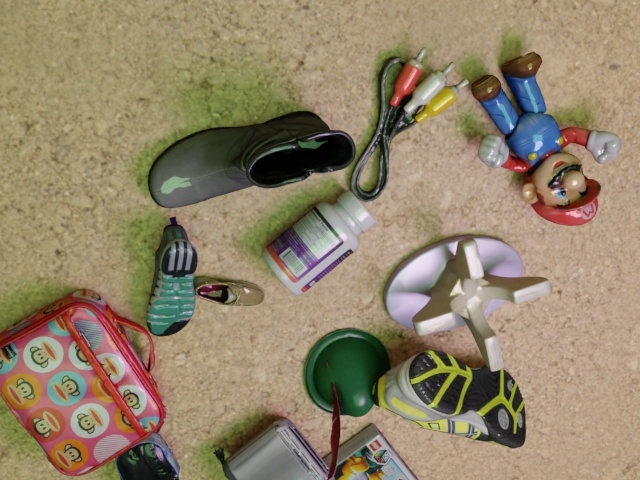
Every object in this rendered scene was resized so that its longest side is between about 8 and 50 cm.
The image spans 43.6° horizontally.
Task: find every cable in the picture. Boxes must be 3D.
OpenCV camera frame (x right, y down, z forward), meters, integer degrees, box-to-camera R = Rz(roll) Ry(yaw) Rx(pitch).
[{"bbox_3d":[0.125,-0.205,1.408,0.139,0.072,0.287,34,97,-11],"label":"cable"}]

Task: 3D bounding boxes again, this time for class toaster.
[{"bbox_3d":[-0.077,0.438,1.506,0.146,0.129,0.227,-40,77,-2],"label":"toaster"}]

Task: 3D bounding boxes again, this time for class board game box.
[{"bbox_3d":[0.118,0.539,1.622,0.193,0.053,0.305,-36,108,2],"label":"board game box"}]

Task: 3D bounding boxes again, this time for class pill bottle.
[{"bbox_3d":[0.000,0.000,1.423,0.193,0.108,0.108,-39,108,2],"label":"pill bottle"}]

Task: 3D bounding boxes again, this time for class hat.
[{"bbox_3d":[0.069,0.292,1.476,0.173,0.183,0.208,-6,106,-9],"label":"hat"}]

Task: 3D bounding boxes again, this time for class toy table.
[{"bbox_3d":[0.268,0.101,1.474,0.274,0.161,0.252,-28,108,-3],"label":"toy table"}]

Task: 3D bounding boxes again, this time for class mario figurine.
[{"bbox_3d":[0.404,-0.167,1.413,0.198,0.170,0.320,-25,103,34],"label":"mario figurine"}]

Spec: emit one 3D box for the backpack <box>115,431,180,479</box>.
[{"bbox_3d":[-0.325,0.411,1.489,0.105,0.084,0.114,-23,112,-3],"label":"backpack"}]

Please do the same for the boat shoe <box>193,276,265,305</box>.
[{"bbox_3d":[-0.166,0.099,1.452,0.135,0.045,0.050,7,104,-12],"label":"boat shoe"}]

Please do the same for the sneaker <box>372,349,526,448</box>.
[{"bbox_3d":[0.259,0.307,1.541,0.385,0.145,0.147,31,143,-35],"label":"sneaker"}]

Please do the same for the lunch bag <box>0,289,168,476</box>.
[{"bbox_3d":[-0.410,0.242,1.417,0.258,0.120,0.293,-31,108,-6],"label":"lunch bag"}]

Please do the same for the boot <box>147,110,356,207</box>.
[{"bbox_3d":[-0.125,-0.128,1.304,0.338,0.223,0.118,-24,109,-3],"label":"boot"}]

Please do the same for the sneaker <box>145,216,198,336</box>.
[{"bbox_3d":[-0.262,0.068,1.420,0.083,0.098,0.223,4,128,-23],"label":"sneaker"}]
